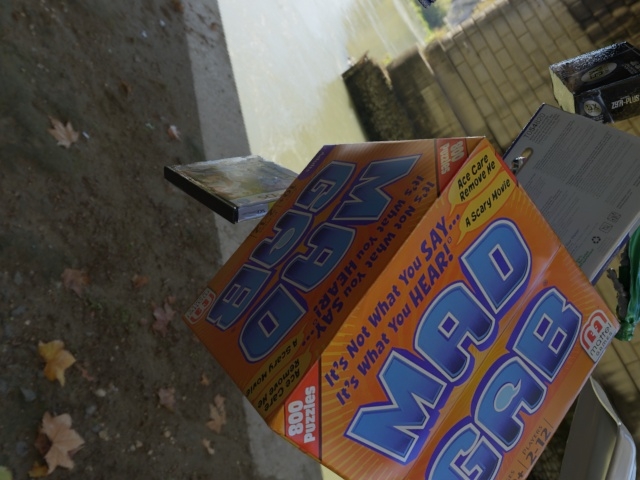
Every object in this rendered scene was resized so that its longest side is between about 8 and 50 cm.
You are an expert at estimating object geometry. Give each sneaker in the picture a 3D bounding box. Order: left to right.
[{"bbox_3d":[0.474,-0.196,1.384,0.178,0.077,0.072,162,-68,-78],"label":"sneaker"}]

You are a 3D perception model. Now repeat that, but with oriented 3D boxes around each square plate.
[{"bbox_3d":[0.437,0.418,0.841,0.344,0.049,0.348,3,99,-69],"label":"square plate"}]

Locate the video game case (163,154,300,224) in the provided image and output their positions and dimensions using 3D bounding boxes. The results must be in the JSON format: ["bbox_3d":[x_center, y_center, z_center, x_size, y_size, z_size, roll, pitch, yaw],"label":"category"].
[{"bbox_3d":[-0.156,-0.120,1.101,0.248,0.035,0.274,-16,34,-40],"label":"video game case"}]

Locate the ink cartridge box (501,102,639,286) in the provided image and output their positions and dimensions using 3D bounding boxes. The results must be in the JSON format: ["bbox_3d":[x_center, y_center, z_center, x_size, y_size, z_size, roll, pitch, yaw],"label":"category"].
[{"bbox_3d":[0.379,-0.078,0.794,0.224,0.223,0.045,39,5,38],"label":"ink cartridge box"}]

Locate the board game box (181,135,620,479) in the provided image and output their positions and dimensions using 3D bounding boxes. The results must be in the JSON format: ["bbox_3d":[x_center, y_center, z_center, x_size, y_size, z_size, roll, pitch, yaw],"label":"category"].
[{"bbox_3d":[0.094,0.113,0.717,0.356,0.356,0.356,44,-13,-26],"label":"board game box"}]

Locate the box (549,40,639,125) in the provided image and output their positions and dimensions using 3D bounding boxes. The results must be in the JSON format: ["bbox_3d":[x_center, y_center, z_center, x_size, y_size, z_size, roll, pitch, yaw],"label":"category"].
[{"bbox_3d":[0.537,-0.295,0.980,0.180,0.147,0.078,-79,149,-54],"label":"box"}]

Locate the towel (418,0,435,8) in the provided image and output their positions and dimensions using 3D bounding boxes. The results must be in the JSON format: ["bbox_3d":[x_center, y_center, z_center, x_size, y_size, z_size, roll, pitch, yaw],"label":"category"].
[{"bbox_3d":[0.119,-0.584,1.028,0.243,0.040,0.336,34,28,-21],"label":"towel"}]

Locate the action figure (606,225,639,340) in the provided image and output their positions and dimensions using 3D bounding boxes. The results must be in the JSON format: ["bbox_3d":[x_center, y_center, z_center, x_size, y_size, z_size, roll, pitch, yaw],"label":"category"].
[{"bbox_3d":[0.590,0.078,0.991,0.137,0.063,0.232,30,68,-48],"label":"action figure"}]
